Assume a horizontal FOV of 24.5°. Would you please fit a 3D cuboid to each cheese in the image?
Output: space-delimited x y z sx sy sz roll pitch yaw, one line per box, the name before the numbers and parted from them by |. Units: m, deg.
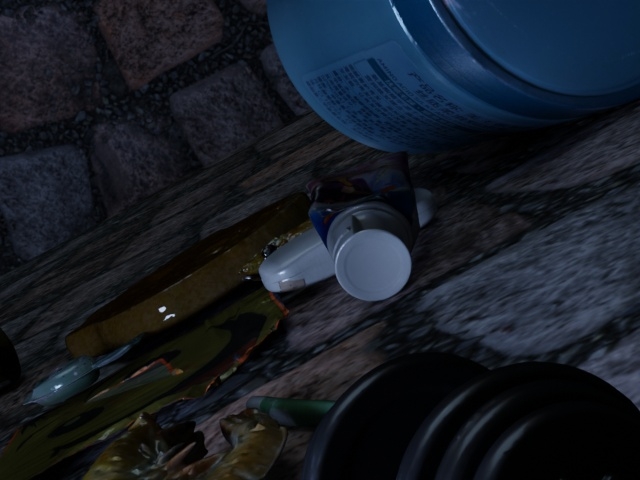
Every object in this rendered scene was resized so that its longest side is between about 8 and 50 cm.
cheese | -0.213 0.118 1.319 0.120 0.026 0.067 -29 7 8

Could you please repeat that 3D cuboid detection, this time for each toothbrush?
toothbrush | 0.015 0.097 0.824 0.024 0.018 0.257 -39 13 -24

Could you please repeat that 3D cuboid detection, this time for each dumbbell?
dumbbell | 0.054 0.088 0.495 0.099 0.099 0.208 -32 9 -20

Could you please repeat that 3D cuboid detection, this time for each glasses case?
glasses case | 0.024 -0.001 1.260 0.164 0.041 0.063 -27 13 -11

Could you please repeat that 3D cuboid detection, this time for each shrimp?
shrimp | -0.076 0.136 0.819 0.132 0.052 0.187 -16 17 3
shrimp | 0.000 0.000 1.347 0.190 0.042 0.101 -28 -5 -38

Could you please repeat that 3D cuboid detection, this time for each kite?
kite | -0.127 0.087 1.366 0.078 0.002 0.044 -18 13 46
kite | -0.164 0.126 1.220 0.327 0.013 0.377 -20 13 44

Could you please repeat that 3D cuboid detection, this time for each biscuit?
biscuit | -0.124 0.039 1.472 0.257 0.049 0.273 -24 8 41

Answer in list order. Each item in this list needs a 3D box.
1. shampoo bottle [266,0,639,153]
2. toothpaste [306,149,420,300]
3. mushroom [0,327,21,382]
shampoo bottle | 0.152 -0.260 1.430 0.331 0.331 0.342 -32 8 -22
toothpaste | 0.035 -0.026 1.194 0.096 0.061 0.266 -17 18 4
mushroom | -0.480 0.180 1.614 0.333 0.107 0.087 -26 42 9
